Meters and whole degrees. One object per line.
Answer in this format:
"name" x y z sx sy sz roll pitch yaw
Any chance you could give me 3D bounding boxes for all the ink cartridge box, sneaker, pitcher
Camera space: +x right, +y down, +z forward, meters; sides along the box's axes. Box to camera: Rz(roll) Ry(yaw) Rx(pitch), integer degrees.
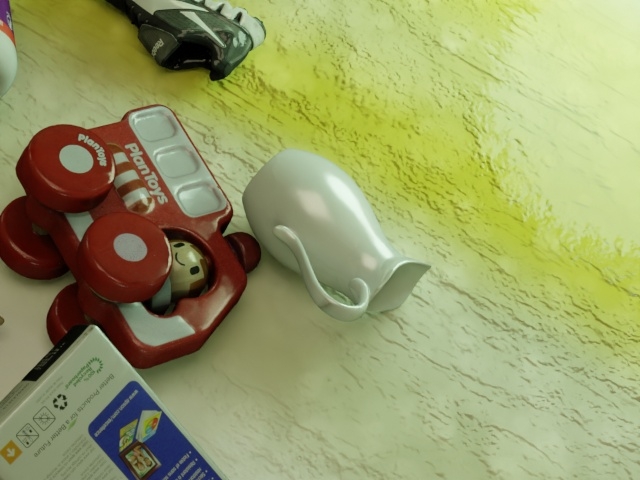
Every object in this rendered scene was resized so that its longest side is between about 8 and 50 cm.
"ink cartridge box" -0.182 0.277 1.853 0.176 0.069 0.371 -47 108 -25
"sneaker" -0.190 -0.264 2.201 0.234 0.078 0.106 25 60 6
"pitcher" 0.000 0.000 2.033 0.207 0.125 0.177 44 28 13

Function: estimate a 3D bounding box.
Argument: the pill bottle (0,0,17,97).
"pill bottle" -0.461 -0.314 2.145 0.181 0.181 0.323 -8 63 -9

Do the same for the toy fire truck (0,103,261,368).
"toy fire truck" -0.199 -0.010 2.030 0.254 0.169 0.302 -19 65 -35

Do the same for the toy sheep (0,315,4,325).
"toy sheep" -0.403 0.094 1.986 0.091 0.091 0.132 22 44 7
